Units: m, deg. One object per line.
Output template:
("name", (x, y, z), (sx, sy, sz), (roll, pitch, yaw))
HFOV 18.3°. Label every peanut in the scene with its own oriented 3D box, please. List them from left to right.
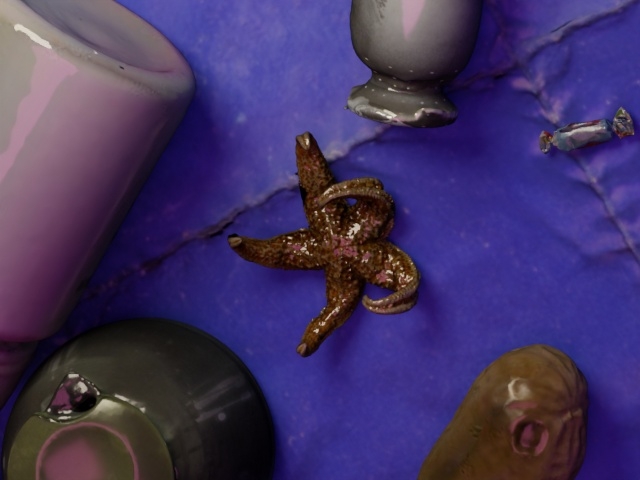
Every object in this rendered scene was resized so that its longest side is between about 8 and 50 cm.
("peanut", (0.156, 0.200, 1.740), (0.120, 0.110, 0.236), (24, 108, -8))

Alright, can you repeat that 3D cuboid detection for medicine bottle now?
("medicine bottle", (-0.286, -0.030, 1.727), (0.219, 0.219, 0.388), (32, 107, 4))

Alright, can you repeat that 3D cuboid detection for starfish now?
("starfish", (-0.001, -0.001, 1.746), (0.146, 0.074, 0.190), (-18, 98, 14))

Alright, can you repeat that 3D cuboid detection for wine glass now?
("wine glass", (0.081, -0.199, 1.664), (0.111, 0.111, 0.204), (12, 107, 9))

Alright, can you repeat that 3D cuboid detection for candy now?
("candy", (0.228, -0.094, 1.704), (0.083, 0.020, 0.030), (-10, 100, 16))

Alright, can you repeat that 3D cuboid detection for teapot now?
("teapot", (-0.183, 0.234, 1.735), (0.239, 0.239, 0.322), (12, 95, 10))
